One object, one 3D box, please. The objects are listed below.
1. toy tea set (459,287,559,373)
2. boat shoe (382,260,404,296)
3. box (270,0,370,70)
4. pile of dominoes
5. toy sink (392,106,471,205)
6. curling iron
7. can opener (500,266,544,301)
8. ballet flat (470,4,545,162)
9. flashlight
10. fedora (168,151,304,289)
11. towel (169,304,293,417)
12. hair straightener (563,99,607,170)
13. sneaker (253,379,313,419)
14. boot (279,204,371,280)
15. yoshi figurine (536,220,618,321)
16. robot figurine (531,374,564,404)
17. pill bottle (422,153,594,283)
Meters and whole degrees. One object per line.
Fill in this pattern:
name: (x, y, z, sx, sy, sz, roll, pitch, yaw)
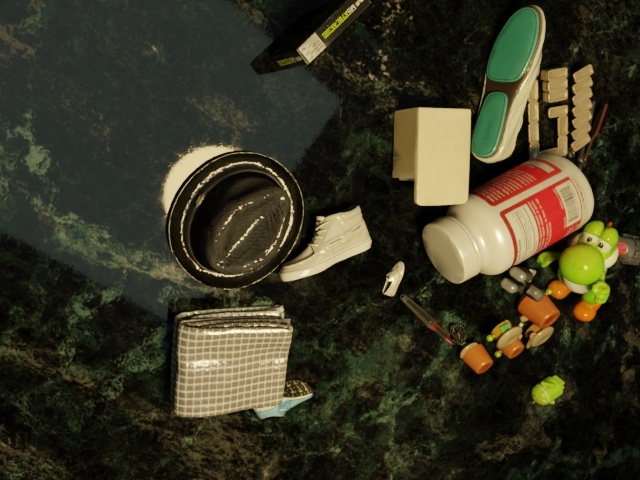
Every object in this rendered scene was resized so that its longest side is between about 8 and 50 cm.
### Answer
toy tea set: (0.557, 0.260, 1.632, 0.336, 0.124, 0.199, -19, 138, -21)
boat shoe: (0.193, 0.101, 1.466, 0.035, 0.035, 0.100, 14, 103, -27)
box: (-0.006, -0.447, 1.172, 0.190, 0.184, 0.045, -46, 112, -8)
pile of dominoes: (0.672, -0.362, 1.553, 0.196, 0.040, 0.251, -12, 112, -7)
toy sink: (0.274, -0.210, 1.373, 0.153, 0.131, 0.233, -5, 99, -21)
curling iron: (0.317, 0.221, 1.545, 0.274, 0.035, 0.068, 34, 84, -26)
can opener: (0.554, 0.113, 1.475, 0.074, 0.093, 0.280, -57, 151, 12)
ballet flat: (0.501, -0.398, 1.439, 0.139, 0.139, 0.399, 8, 103, -24)
flashlight: (0.887, 0.023, 1.701, 0.304, 0.103, 0.103, 11, 124, -25)
fedora: (-0.167, -0.031, 1.219, 0.334, 0.152, 0.333, -5, 105, -21)
towel: (-0.205, 0.286, 1.296, 0.284, 0.121, 0.234, 0, 103, -23)
hair straightener: (0.760, -0.302, 1.610, 0.089, 0.047, 0.230, 15, 102, -8)
sneaker: (-0.096, 0.415, 1.415, 0.162, 0.063, 0.073, -13, 125, -15)
boot: (0.000, 0.000, 1.340, 0.259, 0.095, 0.123, -24, 104, -25)
yoshi figurine: (0.718, 0.094, 1.524, 0.204, 0.202, 0.362, 0, 145, 14)
robot figurine: (0.728, 0.483, 1.758, 0.115, 0.067, 0.101, -28, 131, -15)
pill bottle: (0.487, -0.052, 1.444, 0.408, 0.229, 0.228, -26, 111, -15)
